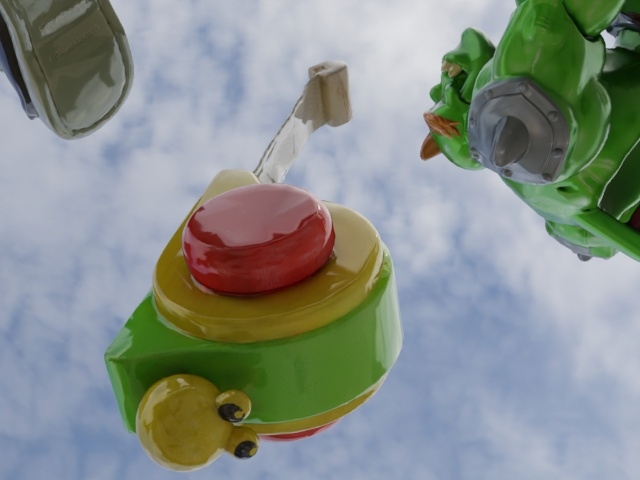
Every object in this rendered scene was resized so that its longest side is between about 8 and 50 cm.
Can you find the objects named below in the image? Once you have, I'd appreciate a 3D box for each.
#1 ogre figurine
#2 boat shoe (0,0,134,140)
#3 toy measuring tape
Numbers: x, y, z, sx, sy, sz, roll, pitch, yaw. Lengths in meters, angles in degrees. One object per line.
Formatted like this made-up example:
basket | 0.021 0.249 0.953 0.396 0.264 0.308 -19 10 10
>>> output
ogre figurine | 0.091 -0.059 0.441 0.097 0.197 0.118 25 -93 4
boat shoe | -0.149 -0.147 0.734 0.081 0.069 0.227 -36 -30 -26
toy measuring tape | 0.000 0.000 0.720 0.121 0.121 0.330 55 -146 -19
